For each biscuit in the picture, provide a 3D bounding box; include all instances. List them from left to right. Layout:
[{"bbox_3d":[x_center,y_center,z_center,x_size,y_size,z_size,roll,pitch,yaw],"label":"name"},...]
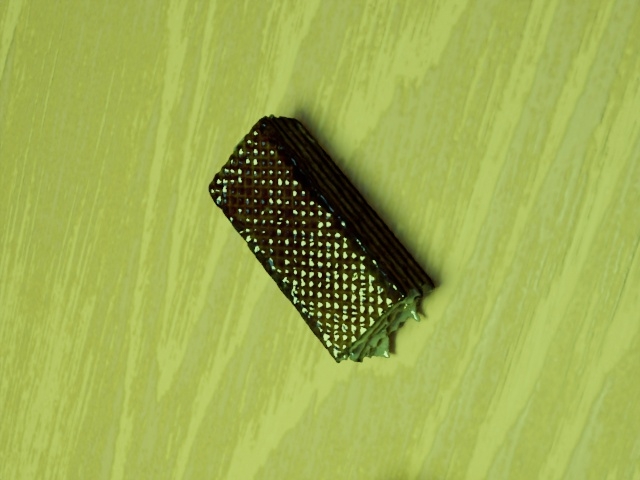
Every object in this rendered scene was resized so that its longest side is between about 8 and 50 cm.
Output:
[{"bbox_3d":[0.000,0.000,1.148,0.106,0.070,0.252,-48,68,28],"label":"biscuit"}]
